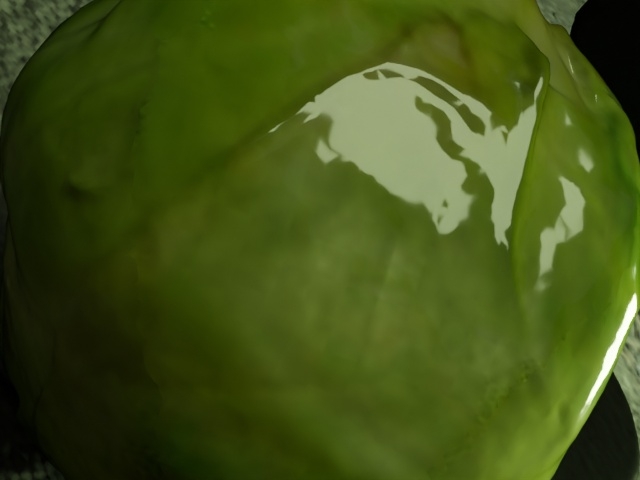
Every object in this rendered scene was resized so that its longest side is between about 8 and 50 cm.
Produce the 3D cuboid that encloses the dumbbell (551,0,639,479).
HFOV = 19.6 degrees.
[{"bbox_3d":[0.109,0.007,0.708,0.152,0.218,0.152,34,29,-22],"label":"dumbbell"}]

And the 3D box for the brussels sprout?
[{"bbox_3d":[0.000,0.000,0.585,0.223,0.223,0.161,55,-9,19],"label":"brussels sprout"}]
